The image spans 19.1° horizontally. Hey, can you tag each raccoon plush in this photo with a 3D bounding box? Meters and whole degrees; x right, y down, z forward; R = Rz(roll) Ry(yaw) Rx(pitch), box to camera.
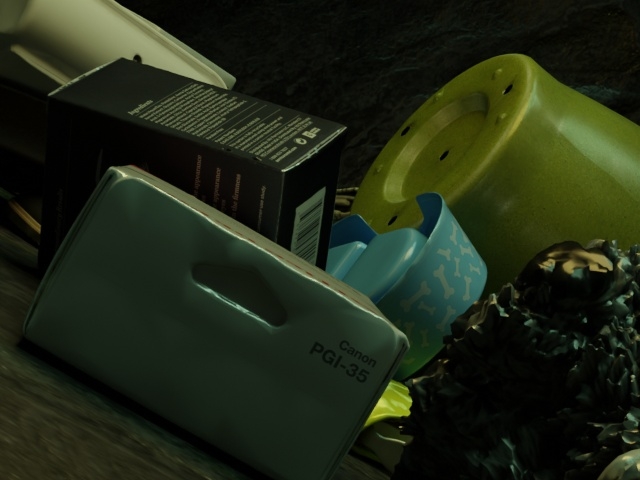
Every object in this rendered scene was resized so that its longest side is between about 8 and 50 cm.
[{"bbox_3d":[0.254,0.160,1.127,0.446,0.216,0.299,6,26,-50],"label":"raccoon plush"}]

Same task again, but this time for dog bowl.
[{"bbox_3d":[0.035,0.054,1.598,0.074,0.166,0.297,43,-22,-14],"label":"dog bowl"}]

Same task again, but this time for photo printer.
[{"bbox_3d":[-0.243,-0.157,1.712,0.256,0.107,0.307,11,-13,37],"label":"photo printer"}]

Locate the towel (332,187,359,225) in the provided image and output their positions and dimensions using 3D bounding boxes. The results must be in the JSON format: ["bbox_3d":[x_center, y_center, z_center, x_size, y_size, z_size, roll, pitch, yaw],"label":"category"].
[{"bbox_3d":[0.000,0.000,2.084,0.312,0.056,0.324,-1,-11,23],"label":"towel"}]

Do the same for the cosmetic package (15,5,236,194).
[{"bbox_3d":[-0.233,-0.132,2.058,0.138,0.224,0.224,30,2,19],"label":"cosmetic package"}]

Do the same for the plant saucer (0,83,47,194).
[{"bbox_3d":[-0.296,-0.091,1.723,0.310,0.050,0.310,18,-9,3],"label":"plant saucer"}]

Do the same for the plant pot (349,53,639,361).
[{"bbox_3d":[0.226,0.023,1.792,0.353,0.366,0.366,42,-3,-20],"label":"plant pot"}]

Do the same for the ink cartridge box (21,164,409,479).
[{"bbox_3d":[-0.070,0.047,1.222,0.207,0.117,0.283,30,1,-4],"label":"ink cartridge box"}]

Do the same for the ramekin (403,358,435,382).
[{"bbox_3d":[0.067,0.072,1.981,0.207,0.109,0.207,6,-21,2],"label":"ramekin"}]

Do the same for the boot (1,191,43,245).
[{"bbox_3d":[-0.160,-0.027,1.634,0.198,0.137,0.077,29,2,10],"label":"boot"}]

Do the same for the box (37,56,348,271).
[{"bbox_3d":[-0.100,-0.032,1.446,0.207,0.153,0.108,20,29,20],"label":"box"}]

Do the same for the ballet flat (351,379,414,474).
[{"bbox_3d":[0.110,0.178,1.498,0.231,0.077,0.077,27,23,-17],"label":"ballet flat"}]
